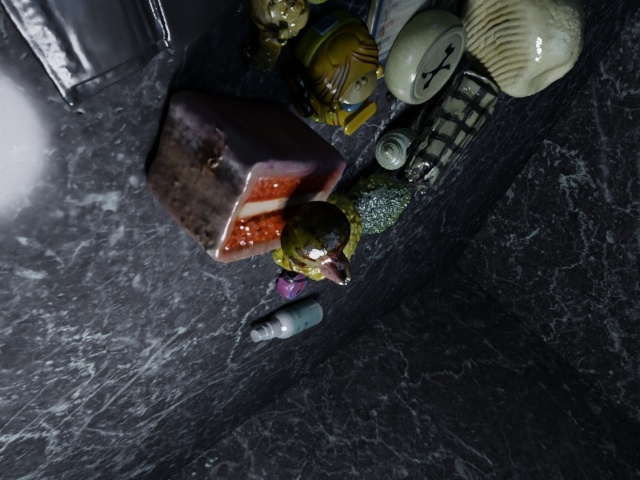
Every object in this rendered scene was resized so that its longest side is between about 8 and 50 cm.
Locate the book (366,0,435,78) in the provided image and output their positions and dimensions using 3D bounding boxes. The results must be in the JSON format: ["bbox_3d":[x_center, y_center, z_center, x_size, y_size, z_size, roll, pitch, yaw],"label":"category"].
[{"bbox_3d":[0.186,-0.517,1.071,0.228,0.018,0.322,-34,155,-28],"label":"book"}]

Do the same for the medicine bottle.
[{"bbox_3d":[-0.131,0.318,1.842,0.352,0.110,0.110,-13,142,-53],"label":"medicine bottle"}]

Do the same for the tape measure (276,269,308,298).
[{"bbox_3d":[-0.094,0.139,1.650,0.125,0.074,0.118,-32,149,-42],"label":"tape measure"}]

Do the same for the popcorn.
[{"bbox_3d":[0.000,0.000,1.372,0.286,0.225,0.174,-45,126,4],"label":"popcorn"}]

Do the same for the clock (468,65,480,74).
[{"bbox_3d":[0.594,-0.588,1.627,0.279,0.049,0.273,-53,156,18],"label":"clock"}]

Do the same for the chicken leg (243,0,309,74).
[{"bbox_3d":[-0.076,-0.356,0.782,0.088,0.103,0.228,-47,167,-37],"label":"chicken leg"}]

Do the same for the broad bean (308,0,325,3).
[{"bbox_3d":[-0.004,-0.468,0.757,0.124,0.082,0.174,-46,168,3],"label":"broad bean"}]

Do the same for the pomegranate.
[{"bbox_3d":[-0.003,0.008,0.881,0.138,0.163,0.125,-33,155,32],"label":"pomegranate"}]

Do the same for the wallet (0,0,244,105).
[{"bbox_3d":[-0.237,-0.336,0.611,0.323,0.041,0.247,-40,158,-21],"label":"wallet"}]

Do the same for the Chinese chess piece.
[{"bbox_3d":[0.262,-0.452,1.177,0.237,0.092,0.238,-38,156,-20],"label":"Chinese chess piece"}]

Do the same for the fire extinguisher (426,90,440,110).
[{"bbox_3d":[0.339,-0.463,1.403,0.158,0.043,0.064,102,-3,-54],"label":"fire extinguisher"}]

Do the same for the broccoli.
[{"bbox_3d":[0.168,-0.114,1.534,0.198,0.226,0.176,38,62,-29],"label":"broccoli"}]

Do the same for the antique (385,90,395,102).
[{"bbox_3d":[0.251,-0.452,1.301,0.192,0.015,0.031,-45,158,-2],"label":"antique"}]

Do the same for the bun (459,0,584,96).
[{"bbox_3d":[0.520,-0.556,1.208,0.227,0.352,0.349,-32,-166,-6],"label":"bun"}]

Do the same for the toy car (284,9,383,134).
[{"bbox_3d":[0.046,-0.331,0.982,0.200,0.142,0.248,-43,160,-7],"label":"toy car"}]

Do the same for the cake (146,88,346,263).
[{"bbox_3d":[-0.133,-0.127,0.909,0.309,0.230,0.237,-12,143,-54],"label":"cake"}]

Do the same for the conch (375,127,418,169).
[{"bbox_3d":[0.227,-0.285,1.433,0.135,0.102,0.153,-43,-167,33],"label":"conch"}]

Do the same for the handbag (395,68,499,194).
[{"bbox_3d":[0.370,-0.308,1.439,0.327,0.162,0.325,-56,176,6],"label":"handbag"}]
